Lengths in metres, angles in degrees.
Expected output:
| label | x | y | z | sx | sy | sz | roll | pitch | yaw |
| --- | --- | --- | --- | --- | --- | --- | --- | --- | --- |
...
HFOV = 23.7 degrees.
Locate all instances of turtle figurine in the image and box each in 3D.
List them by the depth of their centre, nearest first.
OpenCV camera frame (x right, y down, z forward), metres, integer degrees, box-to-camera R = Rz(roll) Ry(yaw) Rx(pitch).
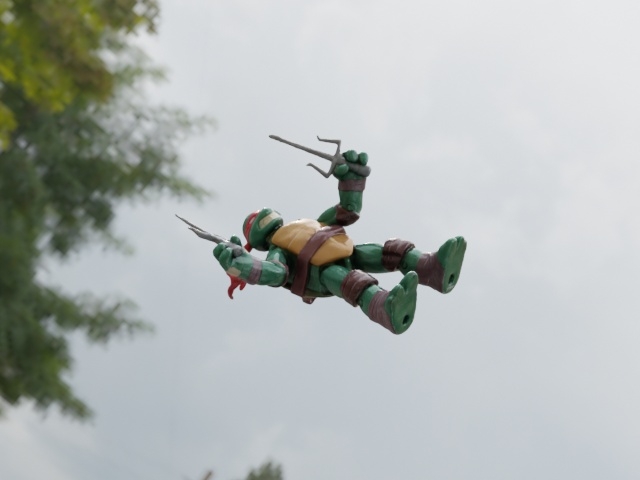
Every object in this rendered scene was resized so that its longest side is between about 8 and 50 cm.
| label | x | y | z | sx | sy | sz | roll | pitch | yaw |
| --- | --- | --- | --- | --- | --- | --- | --- | --- | --- |
| turtle figurine | 0.000 | 0.000 | 1.345 | 0.234 | 0.175 | 0.118 | 23 | -32 | 28 |
